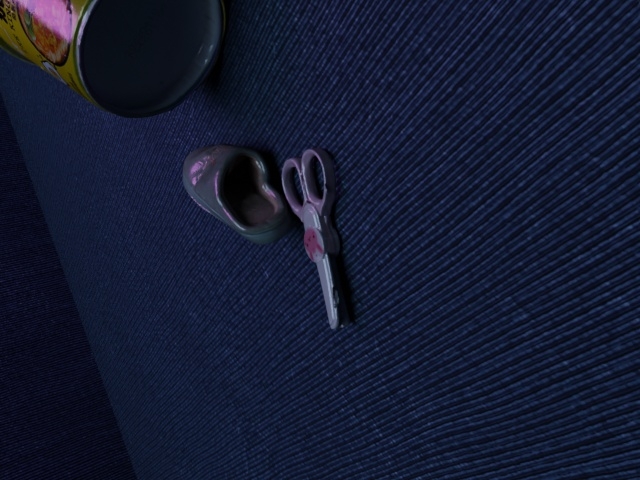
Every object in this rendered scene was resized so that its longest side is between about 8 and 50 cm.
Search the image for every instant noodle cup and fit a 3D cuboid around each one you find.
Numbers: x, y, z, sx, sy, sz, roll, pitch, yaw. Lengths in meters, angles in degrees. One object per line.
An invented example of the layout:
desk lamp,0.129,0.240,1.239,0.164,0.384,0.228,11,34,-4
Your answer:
instant noodle cup,-0.312,-0.351,1.018,0.254,0.325,0.325,40,135,27

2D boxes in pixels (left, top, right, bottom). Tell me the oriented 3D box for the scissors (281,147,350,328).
scissors,0.000,0.000,0.921,0.118,0.030,0.242,-13,90,59

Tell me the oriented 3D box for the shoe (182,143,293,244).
shoe,-0.129,-0.092,1.006,0.251,0.103,0.100,42,147,38
